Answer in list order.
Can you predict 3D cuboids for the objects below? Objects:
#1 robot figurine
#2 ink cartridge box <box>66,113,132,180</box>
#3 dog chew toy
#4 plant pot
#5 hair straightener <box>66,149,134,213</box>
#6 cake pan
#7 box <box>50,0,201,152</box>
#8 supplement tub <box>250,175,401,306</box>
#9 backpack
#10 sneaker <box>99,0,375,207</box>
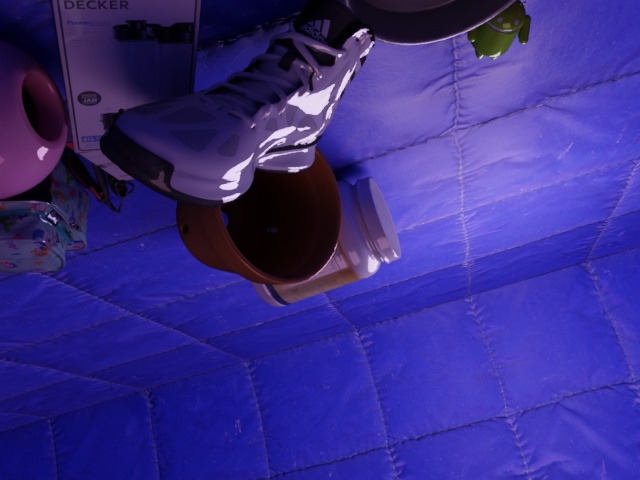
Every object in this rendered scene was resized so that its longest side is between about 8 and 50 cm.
[{"bbox_3d":[0.276,-0.335,1.009,0.101,0.067,0.115,2,156,-8],"label":"robot figurine"},{"bbox_3d":[-0.321,-0.160,1.051,0.109,0.063,0.150,-7,162,15],"label":"ink cartridge box"},{"bbox_3d":[-0.508,-0.142,0.834,0.332,0.206,0.206,-9,160,9],"label":"dog chew toy"},{"bbox_3d":[-0.132,-0.053,1.202,0.291,0.290,0.203,7,166,-43],"label":"plant pot"},{"bbox_3d":[-0.388,-0.105,1.187,0.089,0.047,0.230,-12,159,-6],"label":"hair straightener"},{"bbox_3d":[0.162,-0.376,0.853,0.293,0.054,0.293,-12,159,-5],"label":"cake pan"},{"bbox_3d":[-0.250,-0.242,0.831,0.169,0.087,0.290,-7,150,-20],"label":"box"},{"bbox_3d":[0.000,0.000,1.446,0.316,0.228,0.228,-20,158,14],"label":"supplement tub"},{"bbox_3d":[-0.511,-0.043,1.088,0.225,0.191,0.253,-2,167,0],"label":"backpack"},{"bbox_3d":[-0.082,-0.208,0.823,0.257,0.169,0.447,-59,168,25],"label":"sneaker"}]
